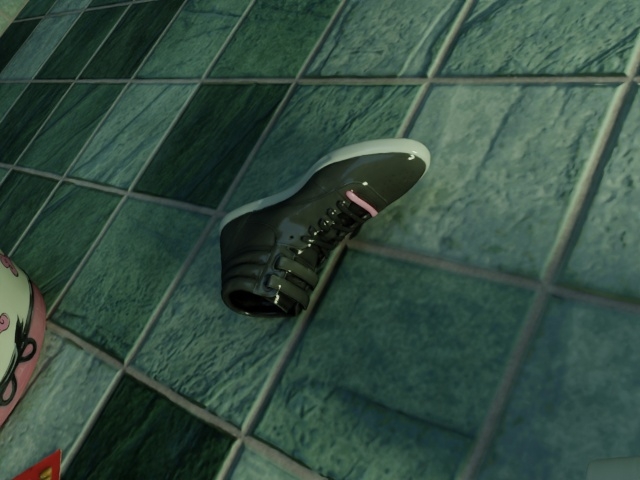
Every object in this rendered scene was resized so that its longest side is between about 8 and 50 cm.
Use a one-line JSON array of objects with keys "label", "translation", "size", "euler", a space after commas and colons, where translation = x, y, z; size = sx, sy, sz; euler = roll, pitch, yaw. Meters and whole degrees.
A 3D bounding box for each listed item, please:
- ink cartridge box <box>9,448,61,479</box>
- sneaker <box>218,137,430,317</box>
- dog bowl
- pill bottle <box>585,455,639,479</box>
[{"label": "ink cartridge box", "translation": [-0.397, 0.384, 0.769], "size": [0.181, 0.056, 0.225], "euler": [-32, 47, 14]}, {"label": "sneaker", "translation": [0.000, 0.000, 0.720], "size": [0.295, 0.104, 0.147], "euler": [-24, 49, 29]}, {"label": "dog bowl", "translation": [-0.609, 0.182, 1.009], "size": [0.407, 0.150, 0.408], "euler": [-20, 50, 25]}, {"label": "pill bottle", "translation": [0.293, 0.163, 0.334], "size": [0.271, 0.152, 0.152], "euler": [-14, 52, 29]}]
